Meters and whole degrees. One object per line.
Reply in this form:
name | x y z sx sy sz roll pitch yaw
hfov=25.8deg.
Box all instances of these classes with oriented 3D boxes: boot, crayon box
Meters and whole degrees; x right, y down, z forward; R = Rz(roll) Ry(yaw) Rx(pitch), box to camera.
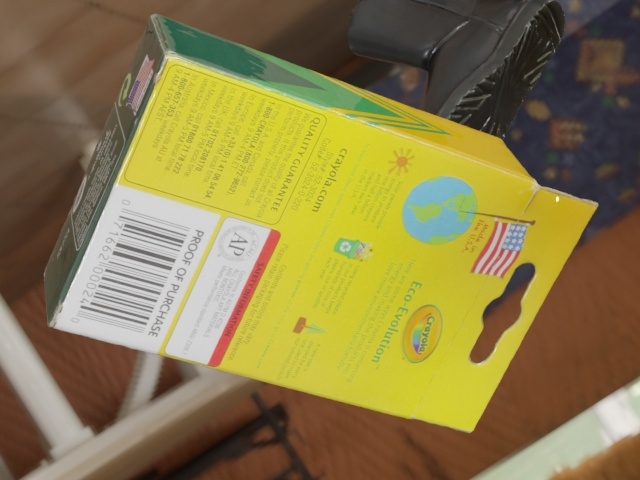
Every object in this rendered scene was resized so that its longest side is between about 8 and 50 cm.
boot | 0.108 -0.177 1.441 0.246 0.207 0.094 -54 141 -18
crayon box | 0.000 0.000 0.935 0.202 0.319 0.081 -63 -156 20
